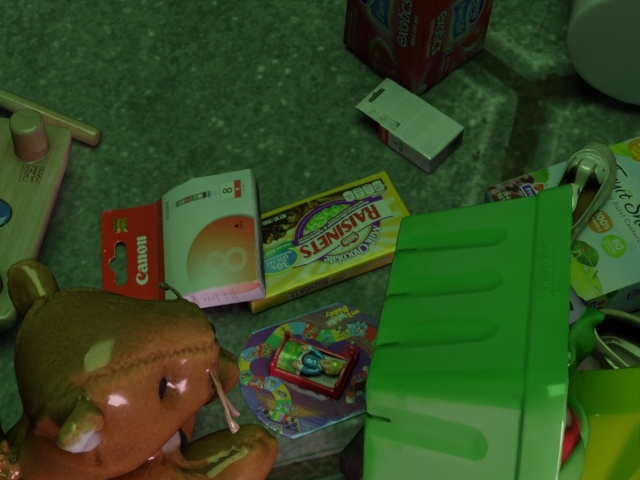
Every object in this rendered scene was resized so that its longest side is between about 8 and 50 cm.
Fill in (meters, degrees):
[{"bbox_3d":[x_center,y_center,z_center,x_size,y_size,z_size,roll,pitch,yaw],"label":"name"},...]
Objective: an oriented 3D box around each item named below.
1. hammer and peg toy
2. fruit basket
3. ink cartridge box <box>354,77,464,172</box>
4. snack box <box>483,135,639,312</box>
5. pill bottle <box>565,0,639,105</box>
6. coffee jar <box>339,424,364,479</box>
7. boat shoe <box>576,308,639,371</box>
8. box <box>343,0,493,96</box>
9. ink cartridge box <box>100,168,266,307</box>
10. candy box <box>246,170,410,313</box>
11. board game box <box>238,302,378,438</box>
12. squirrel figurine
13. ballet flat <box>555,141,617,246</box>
[{"bbox_3d":[-0.399,-0.078,1.673,0.266,0.127,0.361,9,56,5],"label":"hammer and peg toy"},{"bbox_3d":[0.232,0.147,1.402,0.392,0.283,0.392,1,30,-1],"label":"fruit basket"},{"bbox_3d":[0.101,-0.133,1.782,0.115,0.029,0.063,36,63,22],"label":"ink cartridge box"},{"bbox_3d":[0.304,-0.007,1.677,0.207,0.070,0.174,-19,58,-15],"label":"snack box"},{"bbox_3d":[0.411,-0.364,1.826,0.224,0.224,0.392,12,56,7],"label":"pill bottle"},{"bbox_3d":[0.111,0.237,1.503,0.184,0.079,0.096,35,66,19],"label":"coffee jar"},{"bbox_3d":[0.393,0.163,1.546,0.302,0.098,0.109,29,59,18],"label":"boat shoe"},{"bbox_3d":[0.117,-0.298,1.755,0.128,0.257,0.122,-36,66,-22],"label":"box"},{"bbox_3d":[-0.151,0.004,1.656,0.179,0.045,0.145,-8,59,4],"label":"ink cartridge box"},{"bbox_3d":[0.000,0.000,1.691,0.206,0.027,0.105,-20,61,-14],"label":"candy box"},{"bbox_3d":[-0.002,0.124,1.604,0.169,0.033,0.133,-18,59,-14],"label":"board game box"},{"bbox_3d":[-0.236,0.195,1.347,0.397,0.370,0.281,-12,58,-9],"label":"squirrel figurine"},{"bbox_3d":[0.273,-0.052,1.632,0.057,0.052,0.168,21,57,14],"label":"ballet flat"}]
